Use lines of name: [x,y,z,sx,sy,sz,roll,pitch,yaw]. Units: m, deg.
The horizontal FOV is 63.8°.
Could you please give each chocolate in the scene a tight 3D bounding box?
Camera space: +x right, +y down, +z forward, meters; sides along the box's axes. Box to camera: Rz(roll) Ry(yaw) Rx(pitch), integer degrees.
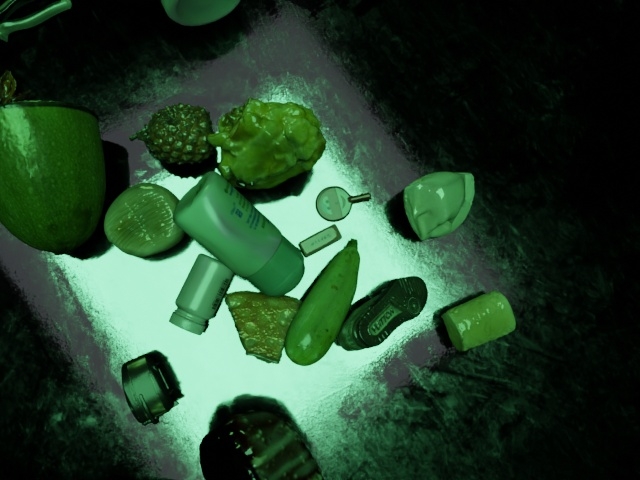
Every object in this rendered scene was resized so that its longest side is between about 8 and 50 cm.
chocolate: [-0.114,0.553,1.207,0.210,0.225,0.340,-23,79,-44]

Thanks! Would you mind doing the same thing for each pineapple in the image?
pineapple: [-0.369,-0.270,1.307,0.193,0.166,0.166,-4,84,-8]

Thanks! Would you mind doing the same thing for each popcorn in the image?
popcorn: [-0.133,-0.237,1.280,0.286,0.252,0.215,-27,53,19]

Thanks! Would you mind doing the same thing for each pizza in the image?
pizza: [-0.163,0.215,1.315,0.204,0.081,0.188,16,58,-1]

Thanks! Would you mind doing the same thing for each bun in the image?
bun: [-0.432,-0.045,1.288,0.193,0.128,0.178,-33,88,2]

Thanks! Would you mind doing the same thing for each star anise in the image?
star anise: [-0.819,-0.364,1.312,0.212,0.053,0.157,-19,86,-7]

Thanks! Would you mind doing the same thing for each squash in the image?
squash: [0.023,0.153,1.307,0.118,0.118,0.371,32,59,-2]
squash: [-0.640,-0.122,1.185,0.310,0.310,0.309,-15,87,-8]

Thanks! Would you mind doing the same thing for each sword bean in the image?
sword bean: [-0.472,-0.292,1.367,0.083,0.012,0.012,-33,88,-9]

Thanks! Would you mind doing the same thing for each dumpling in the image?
dumpling: [0.325,-0.096,1.399,0.252,0.131,0.179,-21,106,-30]

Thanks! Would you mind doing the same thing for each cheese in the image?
cheese: [0.423,0.215,1.373,0.167,0.094,0.123,-20,84,-9]

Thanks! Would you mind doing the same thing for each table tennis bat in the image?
table tennis bat: [0.063,-0.106,1.408,0.154,0.019,0.098,-13,85,-5]

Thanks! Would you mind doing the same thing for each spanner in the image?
spanner: [-0.819,-0.581,1.345,0.324,0.040,0.096,-33,89,-11]

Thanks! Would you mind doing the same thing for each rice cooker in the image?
rice cooker: [-0.419,0.359,1.245,0.106,0.112,0.165,-31,88,-15]

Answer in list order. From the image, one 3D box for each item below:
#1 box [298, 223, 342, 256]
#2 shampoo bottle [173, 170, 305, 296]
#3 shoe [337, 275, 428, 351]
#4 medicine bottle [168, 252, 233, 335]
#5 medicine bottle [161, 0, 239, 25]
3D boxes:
box: [0.000,0.000,1.382,0.115,0.025,0.048,-27,86,-9]
shampoo bottle: [-0.182,0.000,1.257,0.151,0.222,0.349,-44,113,8]
shoe: [0.152,0.189,1.340,0.293,0.149,0.109,-31,92,-41]
medicine bottle: [-0.299,0.134,1.290,0.102,0.103,0.187,24,81,-3]
medicine bottle: [-0.367,-0.786,1.334,0.219,0.219,0.388,-23,86,-9]
